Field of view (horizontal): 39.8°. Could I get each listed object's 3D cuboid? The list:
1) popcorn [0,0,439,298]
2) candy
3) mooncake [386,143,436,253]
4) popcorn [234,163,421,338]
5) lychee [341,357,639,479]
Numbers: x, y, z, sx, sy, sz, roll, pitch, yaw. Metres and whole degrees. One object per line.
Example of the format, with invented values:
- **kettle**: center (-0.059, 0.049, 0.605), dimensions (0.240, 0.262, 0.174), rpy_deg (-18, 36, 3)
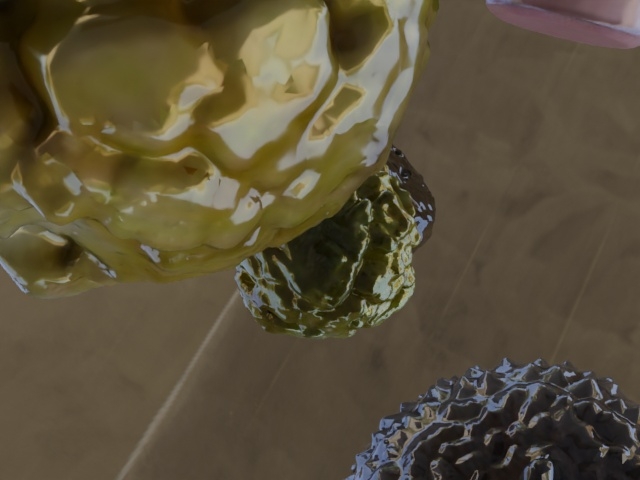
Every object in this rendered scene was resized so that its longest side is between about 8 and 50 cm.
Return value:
- **popcorn**: center (-0.096, -0.141, 0.596), dimensions (0.354, 0.344, 0.390), rpy_deg (25, -142, 19)
- **candy**: center (0.376, -0.352, 1.305), dimensions (0.255, 0.255, 0.094), rpy_deg (16, -79, 5)
- **mooncake**: center (0.056, -0.086, 1.570), dimensions (0.187, 0.324, 0.324), rpy_deg (-41, -110, 22)
- **popcorn**: center (0.006, -0.006, 1.052), dimensions (0.249, 0.249, 0.225), rpy_deg (36, -152, 13)
- **lychee**: center (0.193, 0.308, 0.824), dimensions (0.380, 0.432, 0.380), rpy_deg (-7, -126, 10)
